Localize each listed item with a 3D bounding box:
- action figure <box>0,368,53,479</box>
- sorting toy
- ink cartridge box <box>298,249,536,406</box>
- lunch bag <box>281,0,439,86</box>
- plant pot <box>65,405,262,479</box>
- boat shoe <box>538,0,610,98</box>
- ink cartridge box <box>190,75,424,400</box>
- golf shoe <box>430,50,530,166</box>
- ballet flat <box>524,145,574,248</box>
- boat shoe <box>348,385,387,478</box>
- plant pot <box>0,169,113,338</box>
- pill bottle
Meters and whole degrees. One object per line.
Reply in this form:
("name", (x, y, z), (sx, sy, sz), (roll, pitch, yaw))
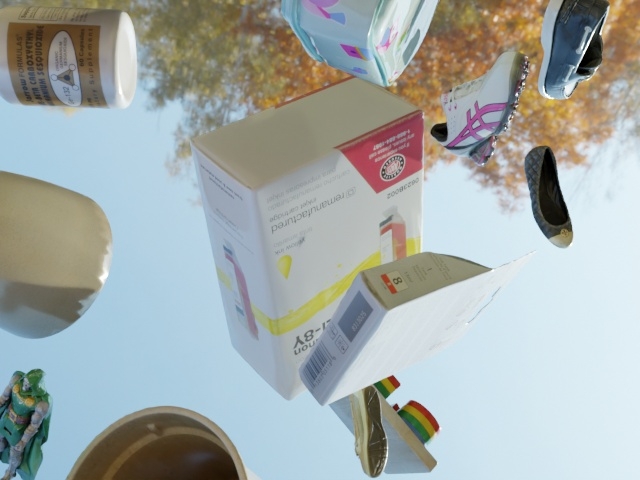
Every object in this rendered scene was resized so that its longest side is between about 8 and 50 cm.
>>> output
("action figure", (-0.451, 0.271, 1.103), (0.137, 0.232, 0.063), (36, -151, 12))
("sorting toy", (0.123, 0.347, 1.516), (0.089, 0.257, 0.255), (-38, -94, -23))
("ink cartridge box", (0.081, 0.059, 0.626), (0.179, 0.145, 0.045), (-19, -119, -37))
("lunch bag", (0.064, -0.293, 0.658), (0.108, 0.279, 0.224), (22, -176, 12))
("plant pot", (-0.202, 0.472, 1.205), (0.334, 0.305, 0.333), (-10, -120, 18))
("boat shoe", (0.438, -0.319, 1.276), (0.091, 0.114, 0.302), (28, 176, 23))
("ink cartridge box", (0.000, 0.000, 1.069), (0.279, 0.384, 0.160), (-28, -136, -25))
("golf shoe", (0.183, -0.156, 0.870), (0.086, 0.186, 0.067), (22, -118, 3))
("ballet flat", (0.371, -0.070, 1.202), (0.058, 0.049, 0.173), (-15, -96, -14))
("boat shoe", (0.077, 0.328, 1.272), (0.056, 0.048, 0.153), (8, -111, -46))
("plant pot", (-0.498, -0.007, 1.107), (0.256, 0.256, 0.274), (42, 180, 28))
("pill bottle", (-0.371, -0.244, 0.987), (0.229, 0.131, 0.131), (1, -143, -2))
